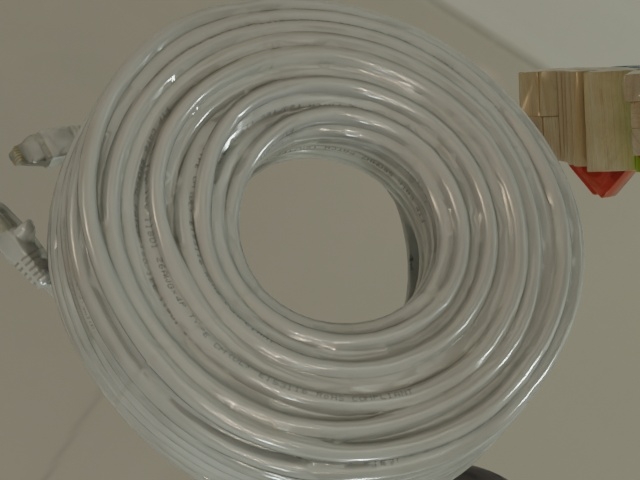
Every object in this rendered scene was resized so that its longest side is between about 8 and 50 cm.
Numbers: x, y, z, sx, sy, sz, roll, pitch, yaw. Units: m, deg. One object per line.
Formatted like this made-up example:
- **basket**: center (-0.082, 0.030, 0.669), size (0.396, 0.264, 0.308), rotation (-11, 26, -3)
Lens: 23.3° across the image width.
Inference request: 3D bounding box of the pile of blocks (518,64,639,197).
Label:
- **pile of blocks**: center (0.277, -0.092, 1.322), size (0.362, 0.149, 0.112), rotation (-148, -126, -77)

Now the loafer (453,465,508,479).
- **loafer**: center (0.054, 0.234, 1.292), size (0.302, 0.109, 0.095), rotation (-7, -134, 56)

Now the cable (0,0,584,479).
- **cable**: center (0.000, 0.000, 0.748), size (0.257, 0.257, 0.089), rotation (-31, 168, -25)
